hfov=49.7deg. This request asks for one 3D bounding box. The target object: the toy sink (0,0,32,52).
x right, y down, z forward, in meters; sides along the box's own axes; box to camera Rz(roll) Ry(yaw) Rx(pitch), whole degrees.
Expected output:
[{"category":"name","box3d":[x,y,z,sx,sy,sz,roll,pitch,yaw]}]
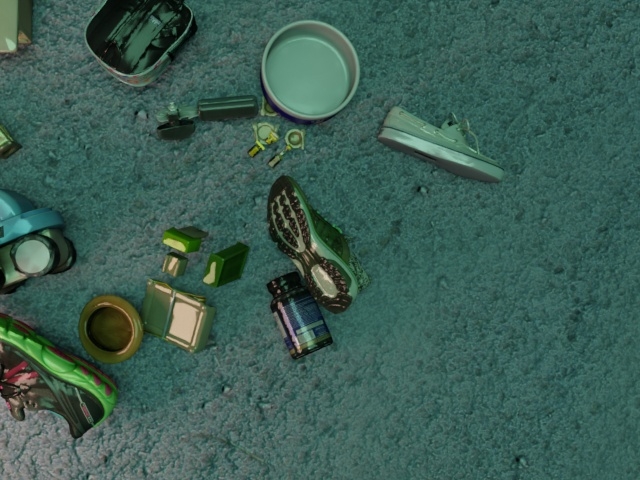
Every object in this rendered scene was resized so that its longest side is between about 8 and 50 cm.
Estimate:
[{"category":"toy sink","box3d":[-0.835,-0.580,1.774,0.153,0.131,0.234,-1,86,-6]}]

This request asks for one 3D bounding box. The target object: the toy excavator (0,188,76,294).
[{"category":"toy excavator","box3d":[-0.894,-0.064,1.734,0.433,0.222,0.445,-22,92,-4]}]

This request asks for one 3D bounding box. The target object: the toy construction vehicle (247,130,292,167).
[{"category":"toy construction vehicle","box3d":[-0.139,-0.250,1.903,0.086,0.035,0.098,44,107,-8]}]

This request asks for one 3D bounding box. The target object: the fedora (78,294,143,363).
[{"category":"fedora","box3d":[-0.545,0.233,1.836,0.194,0.079,0.194,0,88,16]}]

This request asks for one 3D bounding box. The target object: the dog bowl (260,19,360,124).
[{"category":"dog bowl","box3d":[-0.031,-0.451,1.871,0.265,0.104,0.264,0,88,-9]}]

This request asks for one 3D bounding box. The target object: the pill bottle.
[{"category":"pill bottle","box3d":[-0.062,0.201,1.872,0.123,0.123,0.219,-23,81,-6]}]

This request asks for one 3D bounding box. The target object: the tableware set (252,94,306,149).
[{"category":"tableware set","box3d":[-0.104,-0.329,1.917,0.169,0.020,0.141,7,90,-7]}]

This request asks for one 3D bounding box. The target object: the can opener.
[{"category":"can opener","box3d":[-0.308,-0.341,1.878,0.281,0.074,0.093,-11,127,-5]}]

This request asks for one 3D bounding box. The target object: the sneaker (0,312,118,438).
[{"category":"sneaker","box3d":[-0.750,0.332,1.725,0.483,0.185,0.202,34,82,-5]}]

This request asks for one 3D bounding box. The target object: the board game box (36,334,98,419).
[{"category":"board game box","box3d":[-0.729,0.360,1.844,0.210,0.047,0.160,29,87,-6]}]

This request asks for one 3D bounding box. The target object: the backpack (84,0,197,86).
[{"category":"backpack","box3d":[-0.471,-0.532,1.785,0.225,0.191,0.253,37,80,-3]}]

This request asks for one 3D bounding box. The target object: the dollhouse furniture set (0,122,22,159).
[{"category":"dollhouse furniture set","box3d":[-0.907,-0.271,1.785,0.161,0.101,0.182,-39,95,-4]}]

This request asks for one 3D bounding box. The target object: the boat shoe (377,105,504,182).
[{"category":"boat shoe","box3d":[0.355,-0.287,1.925,0.367,0.136,0.156,21,85,3]}]

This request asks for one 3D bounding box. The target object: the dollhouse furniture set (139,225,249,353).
[{"category":"dollhouse furniture set","box3d":[-0.348,0.129,1.876,0.198,0.151,0.301,23,106,14]}]

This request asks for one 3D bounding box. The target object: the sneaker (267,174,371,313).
[{"category":"sneaker","box3d":[0.000,0.000,1.896,0.158,0.182,0.410,-38,78,39]}]
